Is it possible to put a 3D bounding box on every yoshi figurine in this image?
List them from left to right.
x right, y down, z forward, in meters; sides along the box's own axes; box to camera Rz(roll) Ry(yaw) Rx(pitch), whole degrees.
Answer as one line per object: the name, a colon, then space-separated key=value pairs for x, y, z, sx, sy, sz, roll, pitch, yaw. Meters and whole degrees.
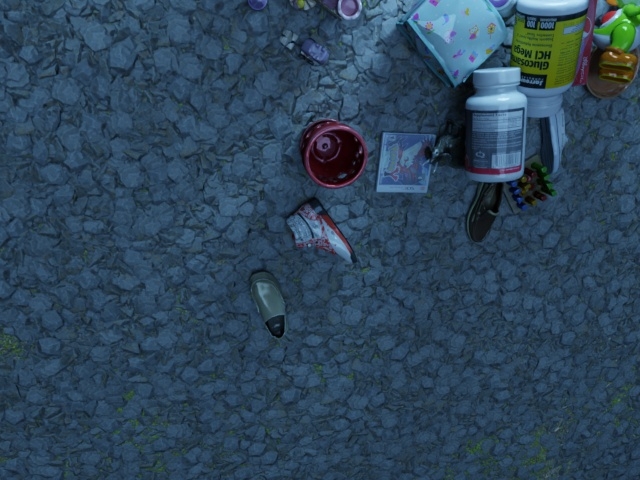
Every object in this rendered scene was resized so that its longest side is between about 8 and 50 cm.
yoshi figurine: x=0.987 y=-0.677 z=1.557 sx=0.203 sy=0.204 sz=0.361 roll=15 pitch=92 yaw=-22

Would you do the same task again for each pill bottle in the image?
pill bottle: x=0.522 y=-0.346 z=1.523 sx=0.177 sy=0.176 sz=0.318 roll=-9 pitch=111 yaw=-9
pill bottle: x=0.659 y=-0.545 z=1.501 sx=0.188 sy=0.187 sz=0.333 roll=-14 pitch=128 yaw=-6

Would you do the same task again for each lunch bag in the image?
lunch bag: x=0.391 y=-0.611 z=1.492 sx=0.223 sy=0.160 sz=0.262 roll=-45 pitch=109 yaw=7

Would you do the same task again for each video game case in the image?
video game case: x=0.281 y=-0.256 z=1.691 sx=0.184 sy=0.023 sz=0.201 roll=-1 pitch=112 yaw=-12

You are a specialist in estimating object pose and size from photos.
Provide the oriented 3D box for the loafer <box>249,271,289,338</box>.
loafer: x=-0.167 y=0.229 z=1.760 sx=0.102 sy=0.092 sz=0.268 roll=-22 pitch=115 yaw=-3

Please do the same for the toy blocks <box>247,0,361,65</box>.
toy blocks: x=-0.022 y=-0.654 z=1.324 sx=0.289 sy=0.260 sz=0.308 roll=27 pitch=104 yaw=-22

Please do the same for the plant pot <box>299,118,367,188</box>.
plant pot: x=0.030 y=-0.268 z=1.547 sx=0.191 sy=0.174 sz=0.191 roll=-5 pitch=113 yaw=-11

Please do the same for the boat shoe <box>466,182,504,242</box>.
boat shoe: x=0.579 y=-0.104 z=1.781 sx=0.095 sy=0.095 sz=0.257 roll=-1 pitch=113 yaw=-12

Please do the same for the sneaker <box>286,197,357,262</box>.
sneaker: x=-0.001 y=-0.001 z=1.703 sx=0.145 sy=0.090 sz=0.270 roll=-35 pitch=112 yaw=5

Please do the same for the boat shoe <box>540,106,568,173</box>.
boat shoe: x=0.806 y=-0.341 z=1.737 sx=0.076 sy=0.083 sz=0.226 roll=-15 pitch=114 yaw=-5

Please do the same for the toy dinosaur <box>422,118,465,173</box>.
toy dinosaur: x=0.452 y=-0.299 z=1.674 sx=0.314 sy=0.121 sz=0.160 roll=4 pitch=117 yaw=-36

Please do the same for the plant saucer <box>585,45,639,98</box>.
plant saucer: x=0.963 y=-0.576 z=1.698 sx=0.200 sy=0.037 sz=0.199 roll=-4 pitch=114 yaw=-10

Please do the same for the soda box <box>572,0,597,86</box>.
soda box: x=0.796 y=-0.626 z=1.614 sx=0.092 sy=0.083 sz=0.263 roll=-9 pitch=114 yaw=-9

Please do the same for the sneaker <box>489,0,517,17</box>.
sneaker: x=0.560 y=-0.806 z=1.488 sx=0.152 sy=0.114 sz=0.304 roll=4 pitch=102 yaw=-55

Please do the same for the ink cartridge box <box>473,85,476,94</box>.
ink cartridge box: x=0.588 y=-0.444 z=1.674 sx=0.146 sy=0.045 sz=0.179 roll=-22 pitch=122 yaw=-4

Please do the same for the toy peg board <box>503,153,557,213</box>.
toy peg board: x=0.736 y=-0.188 z=1.789 sx=0.161 sy=0.079 sz=0.161 roll=-34 pitch=115 yaw=3
